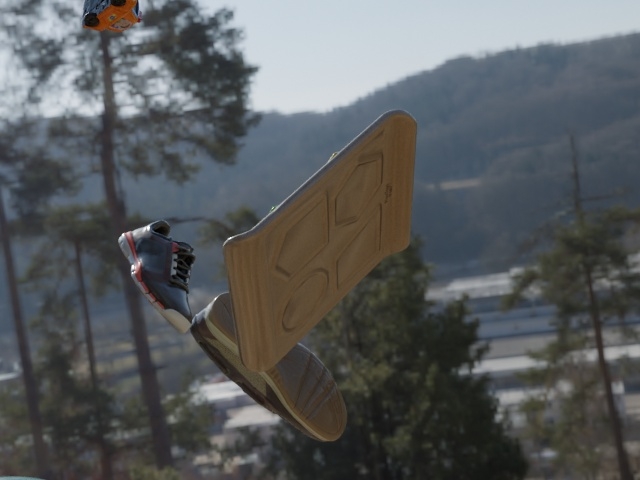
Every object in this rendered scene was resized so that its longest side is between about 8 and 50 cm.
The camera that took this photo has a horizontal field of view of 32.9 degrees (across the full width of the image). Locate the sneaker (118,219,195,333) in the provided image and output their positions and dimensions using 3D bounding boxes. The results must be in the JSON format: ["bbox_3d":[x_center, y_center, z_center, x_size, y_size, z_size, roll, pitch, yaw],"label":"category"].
[{"bbox_3d":[-0.158,0.028,1.119,0.065,0.061,0.158,-34,48,-2],"label":"sneaker"}]

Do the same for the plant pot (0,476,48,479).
[{"bbox_3d":[-0.362,0.428,1.326,0.235,0.293,0.293,41,-26,-29],"label":"plant pot"}]

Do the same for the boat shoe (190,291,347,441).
[{"bbox_3d":[-0.077,0.195,1.613,0.092,0.285,0.103,-28,24,43],"label":"boat shoe"}]

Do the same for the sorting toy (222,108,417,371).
[{"bbox_3d":[0.000,0.000,0.952,0.208,0.193,0.038,-38,59,-25],"label":"sorting toy"}]

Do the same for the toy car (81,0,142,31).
[{"bbox_3d":[-0.168,-0.209,0.878,0.060,0.122,0.040,-42,-47,19],"label":"toy car"}]
